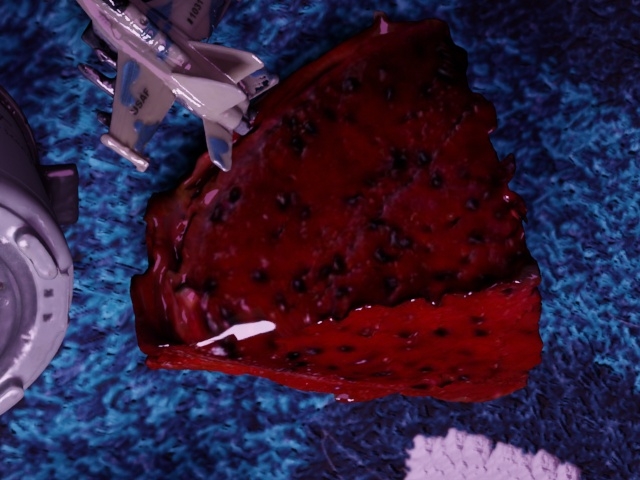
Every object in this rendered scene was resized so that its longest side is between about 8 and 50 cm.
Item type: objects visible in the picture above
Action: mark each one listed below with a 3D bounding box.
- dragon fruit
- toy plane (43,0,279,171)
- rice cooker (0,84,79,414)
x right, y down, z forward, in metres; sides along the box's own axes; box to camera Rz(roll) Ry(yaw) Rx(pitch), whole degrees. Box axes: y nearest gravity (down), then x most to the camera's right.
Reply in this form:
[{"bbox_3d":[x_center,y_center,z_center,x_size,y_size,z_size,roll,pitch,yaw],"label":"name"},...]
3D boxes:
[{"bbox_3d":[0.001,0.004,1.426,0.329,0.228,0.286,-17,66,0],"label":"dragon fruit"},{"bbox_3d":[-0.154,-0.165,1.310,0.262,0.088,0.192,34,59,-11],"label":"toy plane"},{"bbox_3d":[-0.300,-0.001,1.188,0.281,0.227,0.241,-10,126,-19],"label":"rice cooker"}]
